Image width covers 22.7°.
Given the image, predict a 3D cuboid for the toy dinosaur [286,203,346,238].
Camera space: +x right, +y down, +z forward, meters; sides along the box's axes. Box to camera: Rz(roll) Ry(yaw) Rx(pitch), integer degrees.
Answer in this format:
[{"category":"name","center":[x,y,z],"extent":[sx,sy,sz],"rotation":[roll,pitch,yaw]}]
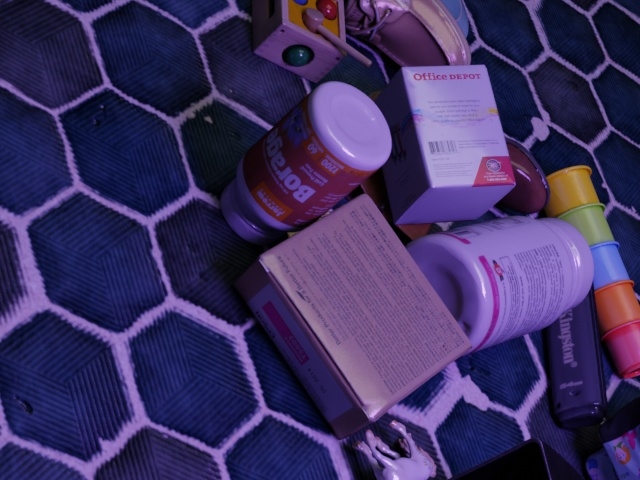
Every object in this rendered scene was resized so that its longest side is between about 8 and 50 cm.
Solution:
[{"category":"toy dinosaur","center":[0.000,0.000,2.015],"extent":[0.092,0.053,0.183],"rotation":[0,69,-30]}]

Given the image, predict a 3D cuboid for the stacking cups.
[{"category":"stacking cups","center":[0.407,0.051,2.346],"extent":[0.096,0.096,0.316],"rotation":[0,65,-44]}]

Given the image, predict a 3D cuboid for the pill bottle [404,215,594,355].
[{"category":"pill bottle","center":[0.232,0.054,2.097],"extent":[0.283,0.160,0.160],"rotation":[-12,69,-48]}]

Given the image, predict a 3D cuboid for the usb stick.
[{"category":"usb stick","center":[0.352,0.135,2.223],"extent":[0.045,0.077,0.278],"rotation":[65,20,-49]}]

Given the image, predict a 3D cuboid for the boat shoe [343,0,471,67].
[{"category":"boat shoe","center":[0.066,-0.337,2.291],"extent":[0.341,0.122,0.110],"rotation":[42,43,5]}]

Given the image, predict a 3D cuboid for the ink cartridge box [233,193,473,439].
[{"category":"ink cartridge box","center":[0.040,0.089,1.908],"extent":[0.193,0.088,0.235],"rotation":[-31,84,-36]}]

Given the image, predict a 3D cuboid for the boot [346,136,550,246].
[{"category":"boot","center":[0.181,-0.073,2.201],"extent":[0.264,0.096,0.280],"rotation":[45,40,-8]}]

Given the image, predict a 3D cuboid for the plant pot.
[{"category":"plant pot","center":[0.248,0.363,1.861],"extent":[0.167,0.188,0.187],"rotation":[23,45,-45]}]

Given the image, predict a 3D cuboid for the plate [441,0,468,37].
[{"category":"plate","center":[0.168,-0.387,2.495],"extent":[0.188,0.024,0.188],"rotation":[25,46,-28]}]

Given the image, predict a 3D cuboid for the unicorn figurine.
[{"category":"unicorn figurine","center":[0.085,0.273,1.858],"extent":[0.162,0.060,0.111],"rotation":[-21,67,-42]}]

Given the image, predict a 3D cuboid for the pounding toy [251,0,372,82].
[{"category":"pounding toy","center":[-0.013,-0.288,2.176],"extent":[0.130,0.100,0.141],"rotation":[23,46,-30]}]

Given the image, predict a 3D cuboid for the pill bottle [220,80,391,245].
[{"category":"pill bottle","center":[-0.024,-0.086,1.912],"extent":[0.121,0.216,0.121],"rotation":[25,44,-28]}]

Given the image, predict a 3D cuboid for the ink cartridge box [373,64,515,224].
[{"category":"ink cartridge box","center":[0.157,-0.127,2.089],"extent":[0.128,0.127,0.176],"rotation":[-3,70,-22]}]

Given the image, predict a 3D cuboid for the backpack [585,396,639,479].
[{"category":"backpack","center":[0.494,0.328,2.112],"extent":[0.225,0.191,0.254],"rotation":[-9,59,-45]}]

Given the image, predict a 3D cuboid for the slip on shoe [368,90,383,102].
[{"category":"slip on shoe","center":[0.130,-0.193,2.196],"extent":[0.135,0.041,0.051],"rotation":[6,46,-16]}]
